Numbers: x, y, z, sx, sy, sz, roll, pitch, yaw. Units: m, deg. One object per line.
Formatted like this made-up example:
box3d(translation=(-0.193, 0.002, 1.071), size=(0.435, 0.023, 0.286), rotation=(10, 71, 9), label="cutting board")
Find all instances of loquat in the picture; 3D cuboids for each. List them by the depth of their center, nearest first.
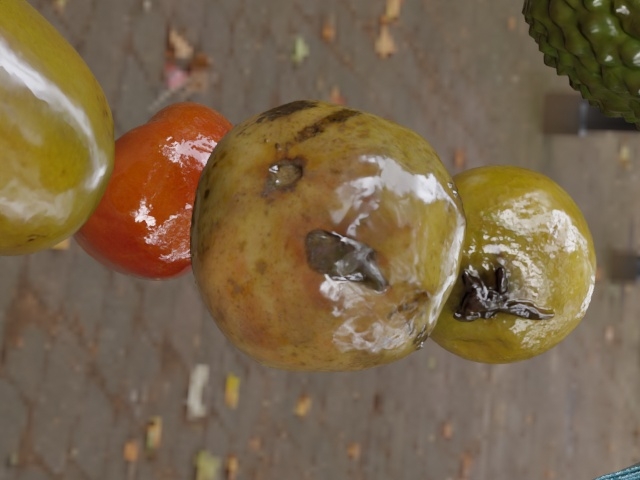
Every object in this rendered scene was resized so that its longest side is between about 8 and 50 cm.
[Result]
box3d(translation=(0.201, 0.029, 1.945), size=(0.244, 0.243, 0.244), rotation=(3, 90, -74), label="loquat")

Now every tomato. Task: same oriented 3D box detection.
box3d(translation=(-0.189, -0.053, 2.093), size=(0.180, 0.260, 0.260), rotation=(49, 19, 2), label="tomato")

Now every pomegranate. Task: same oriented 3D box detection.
box3d(translation=(0.000, 0.000, 1.673), size=(0.281, 0.281, 0.281), rotation=(3, 90, -74), label="pomegranate")

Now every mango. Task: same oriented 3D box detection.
box3d(translation=(-0.374, -0.160, 1.663), size=(0.446, 0.232, 0.300), rotation=(47, 9, -48), label="mango")

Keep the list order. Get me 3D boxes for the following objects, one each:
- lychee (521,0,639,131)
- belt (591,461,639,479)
box3d(translation=(0.250, -0.183, 1.011), size=(0.320, 0.269, 0.270), rotation=(-13, 105, -65), label="lychee")
box3d(translation=(0.376, 0.303, 1.976), size=(0.100, 0.179, 0.065), rotation=(64, -16, 9), label="belt")
